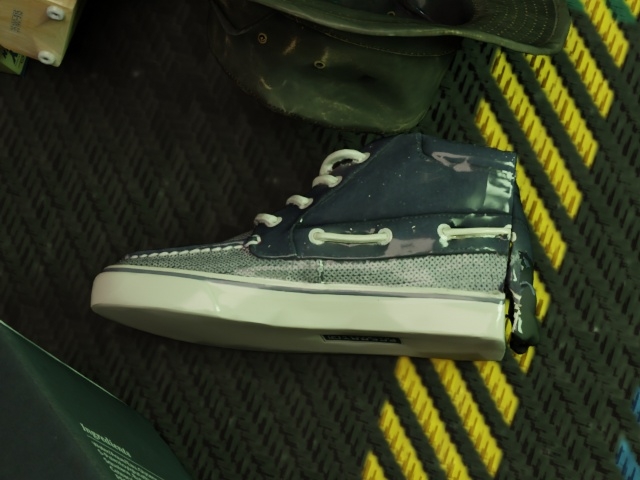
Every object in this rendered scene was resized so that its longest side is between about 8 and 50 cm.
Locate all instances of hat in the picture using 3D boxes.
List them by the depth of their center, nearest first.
[{"bbox_3d":[0.012,-0.159,1.326,0.331,0.331,0.134,23,115,15],"label":"hat"}]

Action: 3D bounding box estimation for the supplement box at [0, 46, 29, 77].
[{"bbox_3d":[-0.288,-0.178,1.458,0.083,0.083,0.056,14,83,14],"label":"supplement box"}]

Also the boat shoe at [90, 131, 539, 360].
[{"bbox_3d":[0.000,0.000,1.359,0.340,0.127,0.158,4,75,5],"label":"boat shoe"}]

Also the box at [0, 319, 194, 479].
[{"bbox_3d":[-0.185,0.307,1.222,0.293,0.212,0.395,-44,52,2],"label":"box"}]

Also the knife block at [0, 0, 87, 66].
[{"bbox_3d":[-0.227,-0.272,1.403,0.276,0.088,0.242,19,60,-6],"label":"knife block"}]
